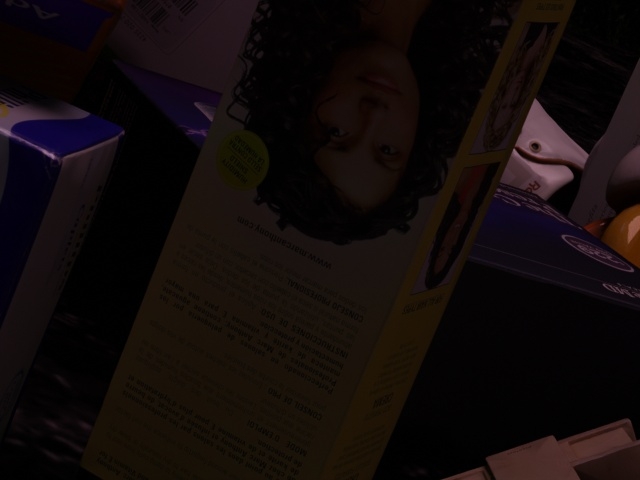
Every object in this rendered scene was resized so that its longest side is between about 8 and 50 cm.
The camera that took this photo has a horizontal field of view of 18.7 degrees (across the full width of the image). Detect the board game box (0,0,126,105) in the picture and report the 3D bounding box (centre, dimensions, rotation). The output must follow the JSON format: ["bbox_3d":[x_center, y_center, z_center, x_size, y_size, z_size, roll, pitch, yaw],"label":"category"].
[{"bbox_3d":[-0.220,-0.261,0.779,0.357,0.356,0.356,19,-14,-11],"label":"board game box"}]

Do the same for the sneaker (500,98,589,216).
[{"bbox_3d":[0.109,-0.077,1.338,0.290,0.106,0.123,36,14,-19],"label":"sneaker"}]

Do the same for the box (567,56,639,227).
[{"bbox_3d":[0.273,-0.011,1.276,0.182,0.181,0.119,16,15,-28],"label":"box"}]

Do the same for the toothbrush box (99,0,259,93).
[{"bbox_3d":[-0.042,-0.124,1.131,0.206,0.122,0.283,45,7,-5],"label":"toothbrush box"}]

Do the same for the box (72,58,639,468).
[{"bbox_3d":[0.026,0.019,0.916,0.261,0.103,0.184,16,17,-30],"label":"box"}]

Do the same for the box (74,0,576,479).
[{"bbox_3d":[0.000,0.000,0.640,0.087,0.232,0.058,26,16,20],"label":"box"}]

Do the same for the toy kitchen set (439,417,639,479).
[{"bbox_3d":[0.099,0.124,0.766,0.083,0.075,0.068,-18,13,0],"label":"toy kitchen set"}]

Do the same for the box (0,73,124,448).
[{"bbox_3d":[-0.154,-0.003,0.628,0.137,0.126,0.072,24,11,5],"label":"box"}]

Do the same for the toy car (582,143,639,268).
[{"bbox_3d":[0.213,0.039,1.120,0.182,0.159,0.136,16,-22,-26],"label":"toy car"}]

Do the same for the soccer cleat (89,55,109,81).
[{"bbox_3d":[-0.176,-0.160,1.348,0.318,0.116,0.108,8,34,8],"label":"soccer cleat"}]
